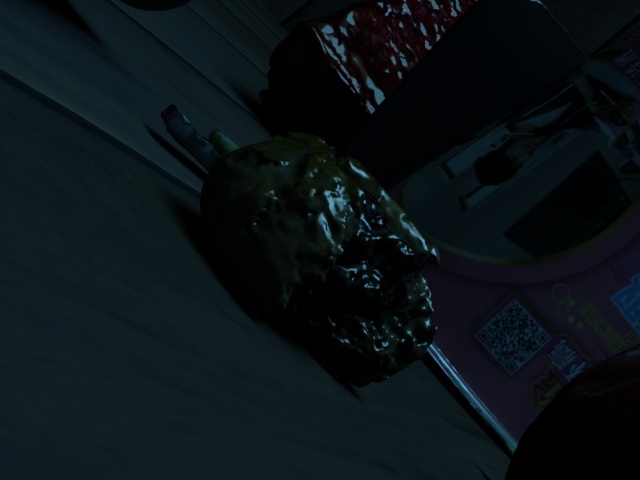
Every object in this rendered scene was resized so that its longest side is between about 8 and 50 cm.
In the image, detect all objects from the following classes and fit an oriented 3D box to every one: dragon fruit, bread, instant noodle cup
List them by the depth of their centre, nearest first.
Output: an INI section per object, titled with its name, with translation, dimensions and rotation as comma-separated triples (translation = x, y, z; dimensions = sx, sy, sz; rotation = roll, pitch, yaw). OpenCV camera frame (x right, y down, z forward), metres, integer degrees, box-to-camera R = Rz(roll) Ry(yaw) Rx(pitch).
[bread]
translation = 0.000, 0.000, 0.660
dimensions = 0.082, 0.060, 0.113
rotation = 55, 9, 30
[instant noodle cup]
translation = 0.171, -0.006, 1.081
dimensions = 0.244, 0.255, 0.244
rotation = 51, 6, -7
[dragon fruit]
translation = 0.072, -0.071, 1.361
dimensions = 0.317, 0.152, 0.205
rotation = -21, 78, -54

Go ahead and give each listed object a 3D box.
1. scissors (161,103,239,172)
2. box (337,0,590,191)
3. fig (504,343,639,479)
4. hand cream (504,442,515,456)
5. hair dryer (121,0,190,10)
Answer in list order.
[scissors]
translation = -0.023, -0.017, 0.804
dimensions = 0.133, 0.020, 0.187
rotation = 48, 3, 17
[box]
translation = 0.121, -0.043, 1.218
dimensions = 0.212, 0.201, 0.042
rotation = 44, 0, -27
[fig]
translation = 0.174, 0.094, 0.639
dimensions = 0.175, 0.207, 0.175
rotation = 45, 13, -14
[hand cream]
translation = 0.156, 0.165, 0.847
dimensions = 0.175, 0.046, 0.095
rotation = 44, 10, -31
[hair dryer]
translation = -0.129, -0.275, 0.695
dimensions = 0.301, 0.121, 0.361
rotation = 43, 32, -75
